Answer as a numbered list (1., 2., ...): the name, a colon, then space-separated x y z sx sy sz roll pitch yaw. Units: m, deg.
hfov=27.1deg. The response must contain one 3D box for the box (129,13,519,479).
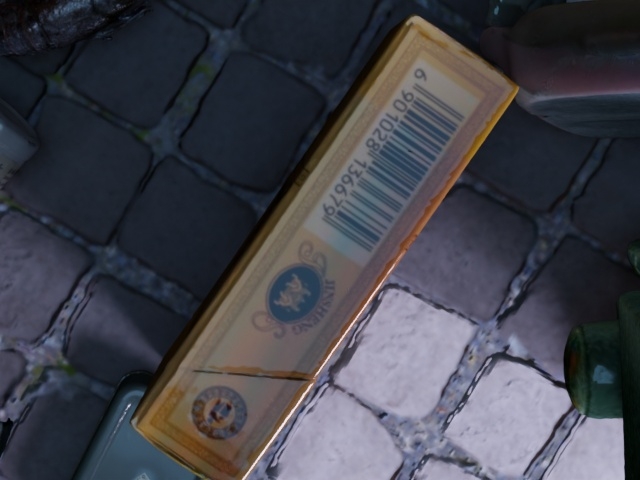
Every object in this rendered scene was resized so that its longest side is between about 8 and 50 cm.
1. box: 0.000 0.000 0.793 0.076 0.174 0.274 34 95 -3

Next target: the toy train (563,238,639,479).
1. toy train: 0.299 0.074 0.770 0.299 0.238 0.167 -5 100 2

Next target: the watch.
1. watch: 0.226 -0.190 0.765 0.253 0.161 0.241 0 86 26

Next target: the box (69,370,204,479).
1. box: -0.117 0.158 0.884 0.091 0.031 0.126 28 95 -3

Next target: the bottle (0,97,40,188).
1. bottle: -0.271 -0.003 0.852 0.060 0.060 0.217 43 96 -5

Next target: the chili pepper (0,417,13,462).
1. chili pepper: -0.347 0.141 0.853 0.270 0.099 0.136 17 122 -8

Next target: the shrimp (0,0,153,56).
1. shrimp: -0.142 -0.159 0.833 0.165 0.065 0.057 -26 128 -2
